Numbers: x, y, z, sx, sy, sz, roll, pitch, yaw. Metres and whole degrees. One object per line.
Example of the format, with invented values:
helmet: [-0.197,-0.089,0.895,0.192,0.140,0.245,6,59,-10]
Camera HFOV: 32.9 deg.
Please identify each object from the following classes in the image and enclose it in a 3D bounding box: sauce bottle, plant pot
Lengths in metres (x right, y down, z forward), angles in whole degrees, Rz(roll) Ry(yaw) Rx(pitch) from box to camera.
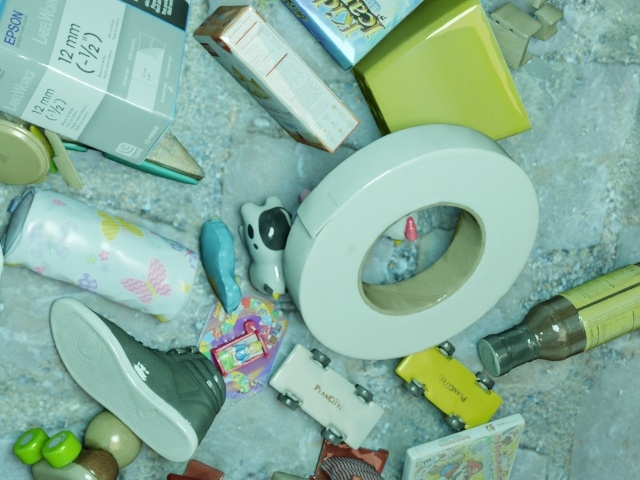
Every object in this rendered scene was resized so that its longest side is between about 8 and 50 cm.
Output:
sauce bottle: [0.430,0.136,1.837,0.345,0.111,0.111,-19,107,-15]
plant pot: [0.162,-0.236,1.617,0.187,0.212,0.212,-27,110,1]

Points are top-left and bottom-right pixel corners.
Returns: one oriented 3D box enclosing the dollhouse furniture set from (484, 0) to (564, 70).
dollhouse furniture set: [0.340,-0.483,1.695,0.303,0.198,0.286,-39,155,-35]

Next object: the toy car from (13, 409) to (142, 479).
toy car: [-0.321,0.298,1.593,0.188,0.149,0.155,-50,120,-37]

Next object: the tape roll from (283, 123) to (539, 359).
tape roll: [0.134,0.010,1.576,0.392,0.072,0.392,-15,133,-17]

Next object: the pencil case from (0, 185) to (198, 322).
pencil case: [-0.310,0.025,1.526,0.273,0.113,0.124,22,112,-23]

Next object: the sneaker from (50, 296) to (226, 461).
sneaker: [-0.262,0.180,1.594,0.296,0.147,0.104,45,124,3]

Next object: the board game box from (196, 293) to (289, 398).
board game box: [-0.121,0.168,1.671,0.133,0.033,0.168,21,92,-24]

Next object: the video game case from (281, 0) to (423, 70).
video game case: [0.038,-0.427,1.564,0.244,0.061,0.269,-44,98,-7]

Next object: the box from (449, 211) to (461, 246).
box: [0.255,0.012,1.788,0.081,0.028,0.136,15,93,-23]

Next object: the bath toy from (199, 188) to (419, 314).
bath toy: [0.000,0.000,1.634,0.348,0.129,0.151,-19,141,-16]

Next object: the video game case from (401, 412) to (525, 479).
video game case: [0.228,0.391,1.797,0.206,0.026,0.227,-14,135,-18]

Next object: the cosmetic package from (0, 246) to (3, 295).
cosmetic package: [-0.632,0.066,1.321,0.454,0.161,0.230,-5,138,-23]

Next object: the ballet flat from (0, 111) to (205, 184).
ballet flat: [-0.298,-0.161,1.501,0.316,0.107,0.106,14,88,-24]

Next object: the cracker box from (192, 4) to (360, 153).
cracker box: [-0.065,-0.231,1.545,0.067,0.156,0.232,-47,112,-6]

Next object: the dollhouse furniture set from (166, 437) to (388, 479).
dollhouse furniture set: [-0.058,0.380,1.657,0.374,0.201,0.152,17,95,-17]

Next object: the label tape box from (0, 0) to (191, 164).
label tape box: [-0.349,-0.276,1.379,0.348,0.115,0.249,23,48,-25]

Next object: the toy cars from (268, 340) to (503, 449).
toy cars: [0.100,0.237,1.747,0.394,0.087,0.176,-2,94,-17]

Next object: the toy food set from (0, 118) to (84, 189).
toy food set: [-0.415,-0.120,1.437,0.192,0.038,0.132,1,141,12]
